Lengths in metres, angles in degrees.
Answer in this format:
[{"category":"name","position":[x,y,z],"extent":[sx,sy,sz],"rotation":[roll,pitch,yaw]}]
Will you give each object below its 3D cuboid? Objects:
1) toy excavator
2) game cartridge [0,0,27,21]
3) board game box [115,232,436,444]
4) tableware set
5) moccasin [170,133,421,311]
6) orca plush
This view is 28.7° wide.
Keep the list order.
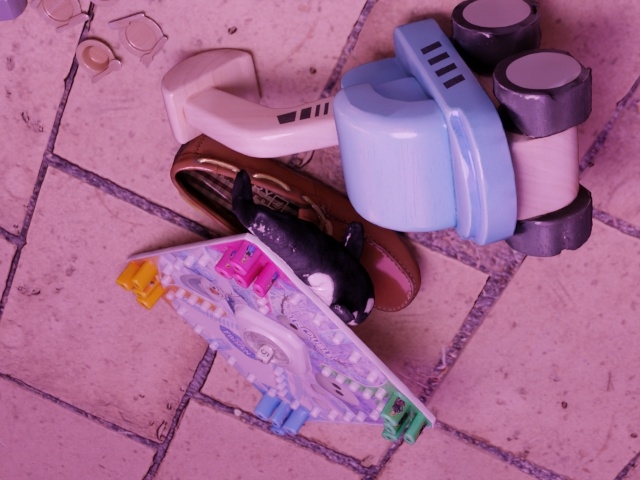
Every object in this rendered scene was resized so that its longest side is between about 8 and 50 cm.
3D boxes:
[{"category":"toy excavator","position":[0.053,-0.141,1.495],"extent":[0.445,0.433,0.222],"rotation":[-14,128,-7]},{"category":"game cartridge","position":[-0.585,-0.376,1.638],"extent":[0.355,0.068,0.230],"rotation":[-4,131,20]},{"category":"board game box","position":[-0.077,0.154,1.799],"extent":[0.390,0.050,0.390],"rotation":[47,153,-20]},{"category":"tableware set","position":[-0.292,-0.286,1.642],"extent":[0.141,0.020,0.169],"rotation":[-23,118,31]},{"category":"moccasin","position":[-0.031,-0.016,1.691],"extent":[0.380,0.147,0.139],"rotation":[37,122,-13]},{"category":"orca plush","position":[0.000,0.000,1.546],"extent":[0.102,0.151,0.287],"rotation":[-45,121,0]}]
